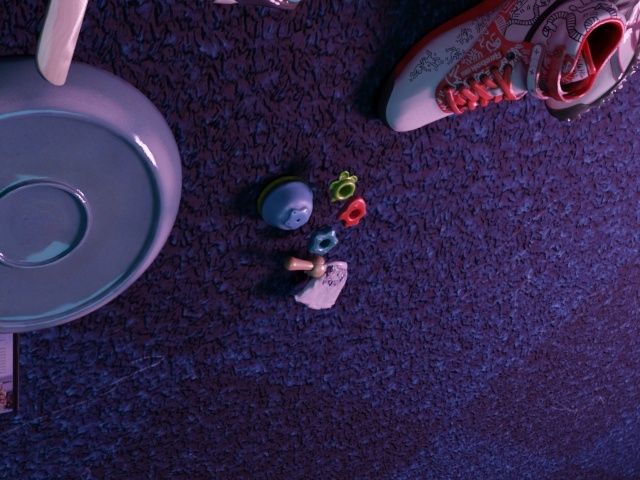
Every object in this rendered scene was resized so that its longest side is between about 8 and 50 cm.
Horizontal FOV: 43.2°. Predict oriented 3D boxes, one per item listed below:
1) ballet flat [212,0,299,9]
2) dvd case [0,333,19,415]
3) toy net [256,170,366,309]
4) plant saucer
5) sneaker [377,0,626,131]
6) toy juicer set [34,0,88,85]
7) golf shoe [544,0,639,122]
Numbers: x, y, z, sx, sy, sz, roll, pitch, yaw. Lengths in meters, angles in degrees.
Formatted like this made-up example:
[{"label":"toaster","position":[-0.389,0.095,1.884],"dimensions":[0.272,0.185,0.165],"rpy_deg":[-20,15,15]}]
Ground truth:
[{"label":"ballet flat","position":[-0.098,-0.248,0.686],"dimensions":[0.074,0.074,0.203],"rpy_deg":[-46,146,15]},{"label":"dvd case","position":[-0.420,0.122,0.874],"dimensions":[0.180,0.022,0.253],"rpy_deg":[-8,135,-29]},{"label":"toy net","position":[0.000,0.000,1.024],"dimensions":[0.122,0.045,0.232],"rpy_deg":[-27,142,-11]},{"label":"plant saucer","position":[-0.279,-0.023,0.784],"dimensions":[0.317,0.044,0.318],"rpy_deg":[-19,135,-20]},{"label":"sneaker","position":[0.198,-0.186,0.883],"dimensions":[0.270,0.145,0.090],"rpy_deg":[-37,141,5]},{"label":"toy juicer set","position":[-0.253,-0.282,0.531],"dimensions":[0.209,0.089,0.329],"rpy_deg":[-52,131,2]},{"label":"golf shoe","position":[0.336,-0.272,0.949],"dimensions":[0.120,0.105,0.273],"rpy_deg":[22,113,-26]}]
